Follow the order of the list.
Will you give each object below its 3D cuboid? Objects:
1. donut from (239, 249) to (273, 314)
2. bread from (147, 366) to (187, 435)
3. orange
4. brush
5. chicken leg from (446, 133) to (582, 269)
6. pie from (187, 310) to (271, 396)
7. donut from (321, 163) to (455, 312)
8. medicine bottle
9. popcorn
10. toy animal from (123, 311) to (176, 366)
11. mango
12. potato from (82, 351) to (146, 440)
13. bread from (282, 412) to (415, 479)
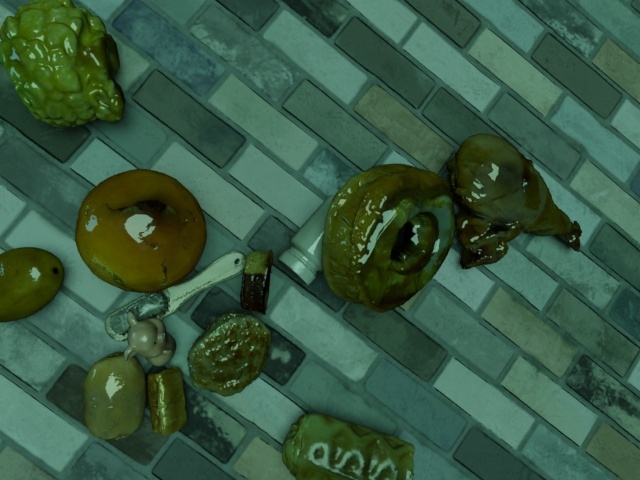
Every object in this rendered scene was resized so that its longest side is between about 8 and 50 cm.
[{"bbox_3d":[-0.131,0.085,1.126,0.059,0.140,0.140,7,84,0],"label":"donut"},{"bbox_3d":[-0.315,0.329,1.105,0.053,0.074,0.132,-8,83,27],"label":"bread"},{"bbox_3d":[-0.347,-0.017,1.046,0.246,0.246,0.246,1,85,-9],"label":"orange"},{"bbox_3d":[-0.302,0.111,1.131,0.327,0.065,0.070,-29,88,-11],"label":"brush"},{"bbox_3d":[0.432,-0.046,1.233,0.409,0.182,0.295,25,91,-22],"label":"chicken leg"},{"bbox_3d":[-0.191,0.240,1.132,0.193,0.079,0.163,-38,106,-7],"label":"pie"},{"bbox_3d":[0.153,-0.011,1.107,0.330,0.160,0.330,-8,103,-37],"label":"donut"},{"bbox_3d":[0.000,0.000,1.166,0.103,0.103,0.187,41,81,-4],"label":"medicine bottle"},{"bbox_3d":[-0.496,-0.342,1.071,0.251,0.206,0.237,29,67,-18],"label":"popcorn"},{"bbox_3d":[-0.339,0.209,1.081,0.089,0.150,0.083,-31,50,-4],"label":"toy animal"},{"bbox_3d":[-0.619,0.093,1.064,0.227,0.099,0.136,-21,94,-2],"label":"mango"},{"bbox_3d":[-0.412,0.313,1.073,0.118,0.109,0.178,3,89,-44],"label":"potato"},{"bbox_3d":[0.051,0.457,1.127,0.267,0.130,0.152,20,87,-6],"label":"bread"}]
